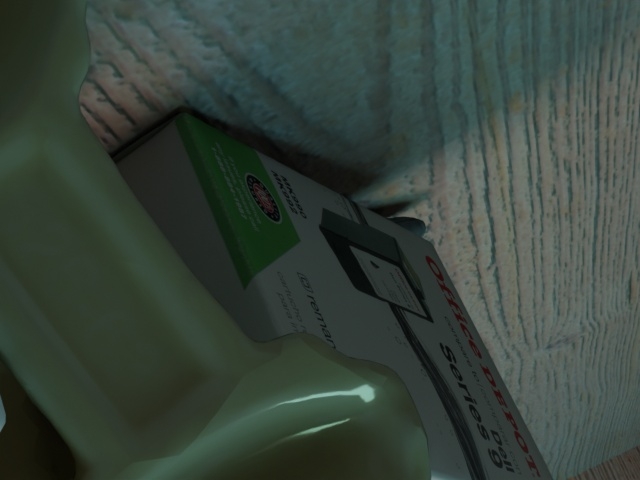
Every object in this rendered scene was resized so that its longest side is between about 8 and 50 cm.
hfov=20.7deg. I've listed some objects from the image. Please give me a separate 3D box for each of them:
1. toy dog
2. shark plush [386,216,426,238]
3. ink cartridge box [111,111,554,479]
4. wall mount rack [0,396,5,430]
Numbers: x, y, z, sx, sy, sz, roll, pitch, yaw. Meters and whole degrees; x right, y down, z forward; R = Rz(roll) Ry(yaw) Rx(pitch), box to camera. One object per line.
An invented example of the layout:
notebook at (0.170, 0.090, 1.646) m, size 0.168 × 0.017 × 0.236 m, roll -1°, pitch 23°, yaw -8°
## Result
toy dog at (-0.197, 0.110, 0.733) m, size 0.395 × 0.284 × 0.408 m, roll -48°, pitch -172°, yaw -21°
shark plush at (0.000, 0.000, 1.169) m, size 0.161 × 0.073 × 0.067 m, roll 18°, pitch 118°, yaw -37°
ink cartridge box at (-0.005, 0.077, 0.990) m, size 0.121 × 0.211 × 0.289 m, roll -35°, pitch 151°, yaw 19°
wall mount rack at (-0.210, -0.051, 0.437) m, size 0.350 × 0.130 × 0.304 m, roll -18°, pitch 140°, yaw -22°
